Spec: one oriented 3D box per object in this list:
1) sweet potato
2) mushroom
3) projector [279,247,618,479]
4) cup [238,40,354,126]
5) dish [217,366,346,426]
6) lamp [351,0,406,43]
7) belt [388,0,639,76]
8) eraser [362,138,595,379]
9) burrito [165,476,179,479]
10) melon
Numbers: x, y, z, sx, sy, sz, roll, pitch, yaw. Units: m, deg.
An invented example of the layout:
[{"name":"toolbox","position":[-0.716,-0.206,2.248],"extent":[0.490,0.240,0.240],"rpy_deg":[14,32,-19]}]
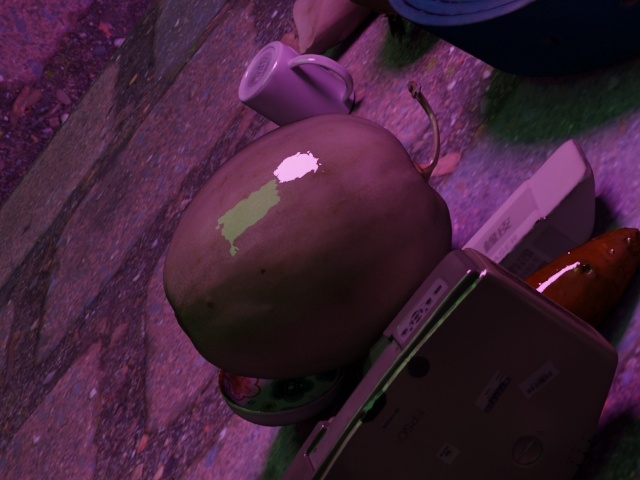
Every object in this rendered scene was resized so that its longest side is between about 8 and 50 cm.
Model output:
[{"name":"sweet potato","position":[0.135,0.119,1.337],"extent":[0.359,0.112,0.112],"rpy_deg":[-34,25,11]},{"name":"mushroom","position":[0.051,-0.365,2.282],"extent":[0.247,0.096,0.108],"rpy_deg":[-36,3,38]},{"name":"projector","position":[0.103,0.156,1.232],"extent":[0.269,0.194,0.088],"rpy_deg":[-54,21,8]},{"name":"cup","position":[-0.022,-0.211,2.158],"extent":[0.136,0.133,0.099],"rpy_deg":[-48,25,25]},{"name":"dish","position":[-0.035,0.169,1.718],"extent":[0.141,0.078,0.141],"rpy_deg":[-9,33,6]},{"name":"lamp","position":[0.094,-0.391,2.047],"extent":[0.250,0.250,0.284],"rpy_deg":[-103,11,-63]},{"name":"belt","position":[0.238,-0.329,1.612],"extent":[0.436,0.173,0.300],"rpy_deg":[7,76,56]},{"name":"eraser","position":[0.143,0.057,1.484],"extent":[0.352,0.061,0.089],"rpy_deg":[-49,22,19]},{"name":"burrito","position":[-0.210,0.361,1.875],"extent":[0.171,0.042,0.051],"rpy_deg":[-52,23,4]},{"name":"melon","position":[-0.009,0.008,1.614],"extent":[0.308,0.271,0.271],"rpy_deg":[-21,34,21]}]
